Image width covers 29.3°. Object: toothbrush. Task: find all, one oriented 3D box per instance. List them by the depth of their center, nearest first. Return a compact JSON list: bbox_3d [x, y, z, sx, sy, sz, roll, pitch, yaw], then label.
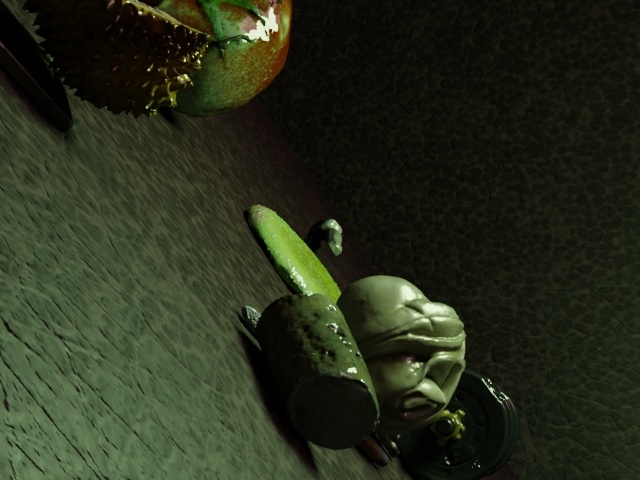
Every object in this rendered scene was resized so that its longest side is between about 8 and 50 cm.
[{"bbox_3d":[-0.002,0.191,1.560,0.321,0.023,0.031,49,13,-31],"label":"toothbrush"}]

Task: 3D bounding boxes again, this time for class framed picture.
[{"bbox_3d":[-0.352,-0.243,1.296,0.260,0.023,0.189,50,6,-32],"label":"framed picture"}]

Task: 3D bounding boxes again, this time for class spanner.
[{"bbox_3d":[0.000,0.000,2.447,0.040,0.095,0.325,53,6,-10],"label":"spanner"}]

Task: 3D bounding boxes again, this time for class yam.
[{"bbox_3d":[-0.003,0.146,1.381,0.107,0.107,0.194,51,7,-30],"label":"yam"}]

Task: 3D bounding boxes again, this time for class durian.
[{"bbox_3d":[-0.244,-0.224,1.334,0.183,0.138,0.249,5,28,-44],"label":"durian"}]

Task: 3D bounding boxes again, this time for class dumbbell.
[{"bbox_3d":[0.223,0.299,1.975,0.185,0.185,0.388,55,5,14],"label":"dumbbell"}]

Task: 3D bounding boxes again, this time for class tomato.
[{"bbox_3d":[-0.192,-0.352,2.061,0.303,0.303,0.239,56,-23,24],"label":"tomato"}]

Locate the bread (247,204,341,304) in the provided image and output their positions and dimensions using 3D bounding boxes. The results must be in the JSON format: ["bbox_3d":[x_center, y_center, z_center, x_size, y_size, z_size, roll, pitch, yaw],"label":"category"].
[{"bbox_3d":[-0.031,0.051,2.132,0.301,0.045,0.301,52,6,-8],"label":"bread"}]

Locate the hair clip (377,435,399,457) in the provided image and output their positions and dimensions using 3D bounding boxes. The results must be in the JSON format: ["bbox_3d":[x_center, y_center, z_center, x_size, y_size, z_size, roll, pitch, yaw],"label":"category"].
[{"bbox_3d":[0.060,0.219,1.774,0.214,0.056,0.062,52,-27,-13],"label":"hair clip"}]

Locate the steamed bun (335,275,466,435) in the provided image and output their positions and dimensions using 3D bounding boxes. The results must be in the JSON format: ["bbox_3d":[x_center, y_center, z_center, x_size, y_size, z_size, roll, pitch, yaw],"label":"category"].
[{"bbox_3d":[0.098,0.173,1.639,0.211,0.218,0.144,21,21,-26],"label":"steamed bun"}]
